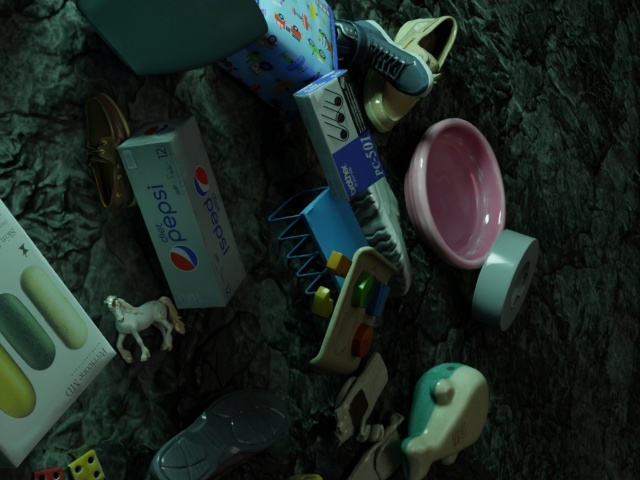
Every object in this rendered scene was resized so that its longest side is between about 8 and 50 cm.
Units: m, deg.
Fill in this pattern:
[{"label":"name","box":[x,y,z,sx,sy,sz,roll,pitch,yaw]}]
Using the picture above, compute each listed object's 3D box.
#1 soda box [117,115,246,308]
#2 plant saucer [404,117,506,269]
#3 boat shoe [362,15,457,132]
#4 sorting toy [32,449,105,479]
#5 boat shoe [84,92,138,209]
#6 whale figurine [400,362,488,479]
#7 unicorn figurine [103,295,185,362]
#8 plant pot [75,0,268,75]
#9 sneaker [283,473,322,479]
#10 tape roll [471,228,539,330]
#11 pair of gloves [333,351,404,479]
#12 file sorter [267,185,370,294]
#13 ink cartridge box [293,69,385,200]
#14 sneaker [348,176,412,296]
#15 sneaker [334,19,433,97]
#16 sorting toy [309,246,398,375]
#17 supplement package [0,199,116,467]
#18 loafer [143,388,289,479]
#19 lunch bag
[{"label":"soda box","box":[-0.206,-0.039,1.488,0.098,0.091,0.286,-61,141,-55]},{"label":"plant saucer","box":[0.288,-0.098,2.133,0.332,0.084,0.331,11,75,-47]},{"label":"boat shoe","box":[0.191,-0.364,2.047,0.121,0.110,0.341,51,49,-31]},{"label":"sorting toy","box":[-0.330,0.433,1.350,0.132,0.046,0.274,4,80,-49]},{"label":"boat shoe","box":[-0.317,-0.131,1.453,0.060,0.064,0.177,-24,104,-50]},{"label":"whale figurine","box":[0.223,0.356,1.936,0.272,0.141,0.216,-41,134,-38]},{"label":"unicorn figurine","box":[-0.274,0.125,1.470,0.162,0.060,0.111,-26,103,-65]},{"label":"plant pot","box":[-0.245,-0.360,1.453,0.195,0.290,0.290,-42,122,-3]},{"label":"sneaker","box":[-0.073,0.502,1.586,0.296,0.112,0.130,-27,104,-47]},{"label":"tape roll","box":[0.414,0.089,2.177,0.219,0.072,0.219,-48,149,-42]},{"label":"pair of gloves","box":[0.096,0.359,1.838,0.204,0.042,0.240,-41,123,-46]},{"label":"file sorter","box":[0.000,0.000,1.765,0.118,0.105,0.170,-45,116,-43]},{"label":"ink cartridge box","box":[0.035,-0.182,1.690,0.097,0.046,0.207,-36,118,-30]},{"label":"sneaker","box":[0.132,-0.028,1.921,0.115,0.105,0.281,-26,102,-48]},{"label":"sneaker","box":[0.102,-0.353,1.899,0.226,0.086,0.163,44,31,26]},{"label":"sorting toy","box":[0.056,0.125,1.718,0.229,0.041,0.307,-66,158,-5]},{"label":"supplement package","box":[-0.432,0.109,1.172,0.262,0.198,0.199,59,45,-24]},{"label":"loafer","box":[-0.171,0.325,1.540,0.109,0.095,0.303,51,35,11]},{"label":"lunch bag","box":[-0.068,-0.408,1.759,0.221,0.138,0.293,36,49,-37]}]
